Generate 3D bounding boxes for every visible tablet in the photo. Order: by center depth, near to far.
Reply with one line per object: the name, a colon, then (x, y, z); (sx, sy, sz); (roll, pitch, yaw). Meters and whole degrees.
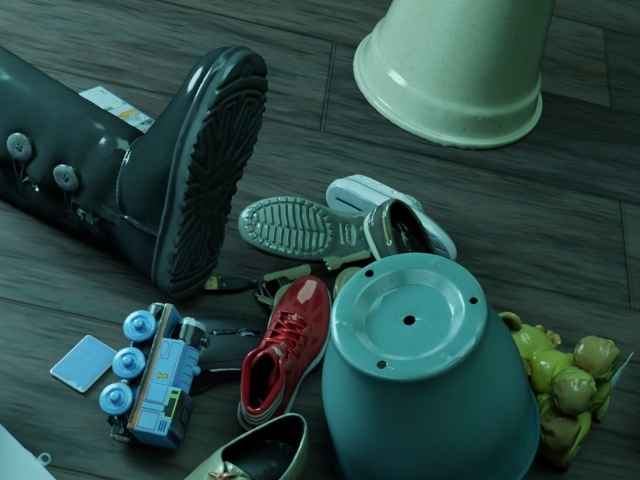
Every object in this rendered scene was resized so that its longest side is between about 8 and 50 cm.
tablet: (-0.300, 0.158, 1.853); (0.054, 0.006, 0.083); (29, 44, 13)

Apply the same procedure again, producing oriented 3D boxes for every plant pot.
plant pot: (0.121, 0.161, 1.737); (0.272, 0.255, 0.271); (-6, 51, 8)
plant pot: (0.249, -0.372, 2.370); (0.334, 0.305, 0.333); (9, 43, -8)

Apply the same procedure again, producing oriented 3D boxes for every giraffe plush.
giraffe plush: (0.297, 0.174, 1.926); (0.170, 0.181, 0.210); (26, 34, 21)

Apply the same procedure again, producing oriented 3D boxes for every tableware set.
tableware set: (0.010, 0.091, 1.969); (0.194, 0.039, 0.128); (-12, 68, -37)

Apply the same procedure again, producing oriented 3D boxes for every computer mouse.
computer mouse: (-0.134, 0.108, 1.920); (0.262, 0.060, 0.184); (-8, 49, -26)

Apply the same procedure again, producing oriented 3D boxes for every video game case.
video game case: (-0.315, -0.176, 2.174); (0.166, 0.015, 0.119); (33, 37, 25)

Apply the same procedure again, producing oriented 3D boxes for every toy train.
toy train: (-0.201, 0.166, 1.788); (0.105, 0.080, 0.184); (10, 67, 13)

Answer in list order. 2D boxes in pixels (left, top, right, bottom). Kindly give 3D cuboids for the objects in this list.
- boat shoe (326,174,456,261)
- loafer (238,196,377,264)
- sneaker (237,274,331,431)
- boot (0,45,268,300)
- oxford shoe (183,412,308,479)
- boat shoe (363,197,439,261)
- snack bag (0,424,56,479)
boat shoe: (0.117, -0.039, 2.139); (0.226, 0.083, 0.076); (34, 44, 20)
loafer: (0.000, 0.000, 2.065); (0.251, 0.087, 0.094); (8, 69, -17)
sneaker: (-0.039, 0.132, 1.818); (0.087, 0.128, 0.221); (17, 70, 3)
boot: (-0.311, -0.173, 1.928); (0.445, 0.367, 0.146); (31, 28, 22)
oxford shoe: (-0.138, 0.309, 1.653); (0.123, 0.130, 0.348); (33, 44, 17)
boat shoe: (0.136, 0.049, 2.008); (0.081, 0.069, 0.227); (-25, 82, -27)
snack bag: (-0.433, 0.309, 1.565); (0.342, 0.037, 0.323); (39, 47, 24)
